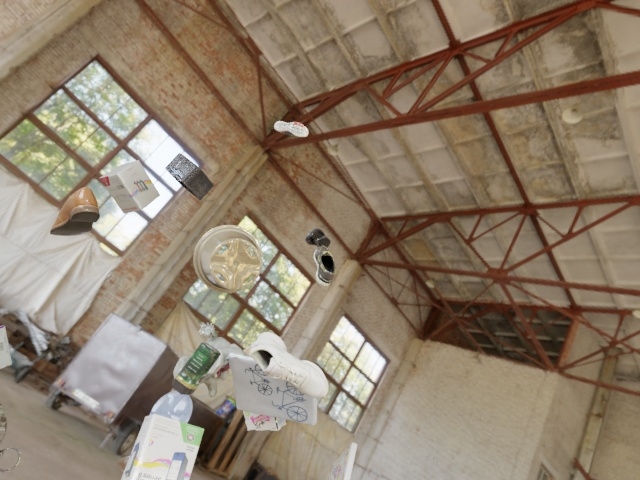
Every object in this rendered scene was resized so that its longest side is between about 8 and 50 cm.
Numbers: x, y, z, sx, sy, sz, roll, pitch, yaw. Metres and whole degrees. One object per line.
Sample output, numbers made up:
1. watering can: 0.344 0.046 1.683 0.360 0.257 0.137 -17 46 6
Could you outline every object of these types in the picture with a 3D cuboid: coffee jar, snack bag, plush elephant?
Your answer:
1. coffee jar: -0.439 0.454 1.564 0.079 0.184 0.096 32 -15 9
2. snack bag: -0.179 0.568 1.688 0.343 0.037 0.322 6 -58 11
3. plush elephant: -0.487 0.564 1.982 0.272 0.255 0.329 -17 -66 27

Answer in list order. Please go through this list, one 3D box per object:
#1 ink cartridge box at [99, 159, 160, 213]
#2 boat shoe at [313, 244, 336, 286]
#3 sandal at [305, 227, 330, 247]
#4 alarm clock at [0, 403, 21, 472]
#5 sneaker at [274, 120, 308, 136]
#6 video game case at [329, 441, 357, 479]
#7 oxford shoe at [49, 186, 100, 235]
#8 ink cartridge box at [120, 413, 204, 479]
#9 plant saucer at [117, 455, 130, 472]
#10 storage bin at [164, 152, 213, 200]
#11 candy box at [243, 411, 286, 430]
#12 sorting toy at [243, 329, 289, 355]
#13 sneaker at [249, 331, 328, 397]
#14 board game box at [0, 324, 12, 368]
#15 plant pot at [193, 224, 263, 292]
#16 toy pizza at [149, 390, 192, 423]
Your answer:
1. ink cartridge box: -0.787 -0.220 1.841 0.128 0.127 0.176 -5 -57 32
2. boat shoe: 0.023 0.086 1.764 0.081 0.227 0.068 22 -59 -18
3. sandal: 0.001 -0.001 2.337 0.054 0.097 0.254 40 6 27
4. alarm clock: -0.606 0.341 0.768 0.192 0.129 0.064 30 -28 2
5. sneaker: -0.127 -0.498 1.992 0.158 0.061 0.065 17 -2 7
6. video game case: 0.067 0.905 1.661 0.026 0.227 0.206 26 -53 0
7. oxford shoe: -0.575 -0.062 1.041 0.212 0.075 0.076 -24 -19 38
8. ink cartridge box: -0.425 0.595 1.183 0.154 0.212 0.093 30 -38 -24
9. plant saucer: -0.664 0.862 1.667 0.199 0.036 0.198 28 -17 9
10. storage bin: -0.504 -0.245 1.716 0.122 0.084 0.180 37 -9 13
11. candy box: -0.246 0.694 1.869 0.165 0.070 0.196 -13 -91 27
12. sorting toy: -0.298 0.628 2.429 0.193 0.208 0.038 51 -9 11
13. sneaker: -0.115 0.443 1.495 0.305 0.114 0.152 35 17 8
14. board game box: -1.232 0.391 1.491 0.276 0.144 0.142 -11 0 3
15. plant pot: -0.403 0.096 2.015 0.334 0.333 0.305 40 -9 -15
16. toy pizza: -0.631 0.737 1.874 0.201 0.201 0.032 17 -33 33
